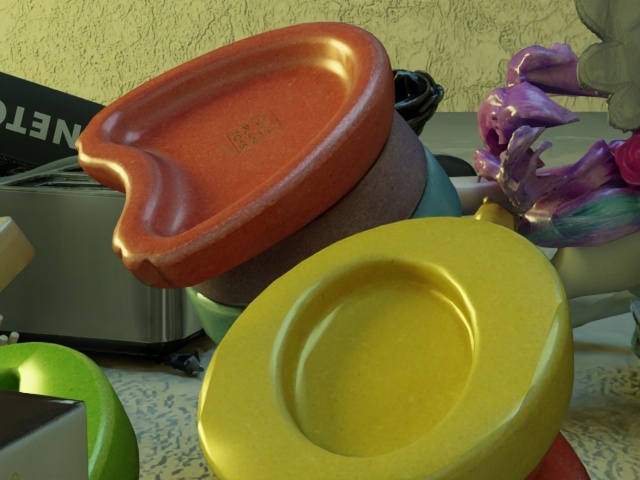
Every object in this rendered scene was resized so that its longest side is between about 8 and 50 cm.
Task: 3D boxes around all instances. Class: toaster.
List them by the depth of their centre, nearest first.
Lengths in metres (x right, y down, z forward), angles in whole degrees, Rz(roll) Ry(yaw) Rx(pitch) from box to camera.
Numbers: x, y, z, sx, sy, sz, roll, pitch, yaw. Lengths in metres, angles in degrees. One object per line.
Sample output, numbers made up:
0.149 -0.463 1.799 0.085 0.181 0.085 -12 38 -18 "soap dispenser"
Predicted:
-0.137 0.011 0.850 0.185 0.110 0.168 3 11 15 "toaster"

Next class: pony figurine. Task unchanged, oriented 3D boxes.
0.166 -0.013 0.682 0.363 0.303 0.351 -11 -7 36 "pony figurine"

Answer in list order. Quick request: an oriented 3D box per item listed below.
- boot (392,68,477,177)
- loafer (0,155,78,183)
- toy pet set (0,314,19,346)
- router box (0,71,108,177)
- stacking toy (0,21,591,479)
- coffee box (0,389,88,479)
0.051 -0.063 1.034 0.263 0.091 0.229 -14 -21 -23 "boot"
-0.244 -0.007 1.059 0.251 0.094 0.087 -8 34 6 "loafer"
-0.232 0.074 0.697 0.122 0.065 0.114 -15 53 -47 "toy pet set"
-0.371 -0.117 1.260 0.308 0.081 0.243 17 -11 -31 "router box"
-0.047 0.062 0.504 0.279 0.130 0.309 -26 34 5 "stacking toy"
-0.183 0.116 0.226 0.168 0.119 0.297 3 10 20 "coffee box"
